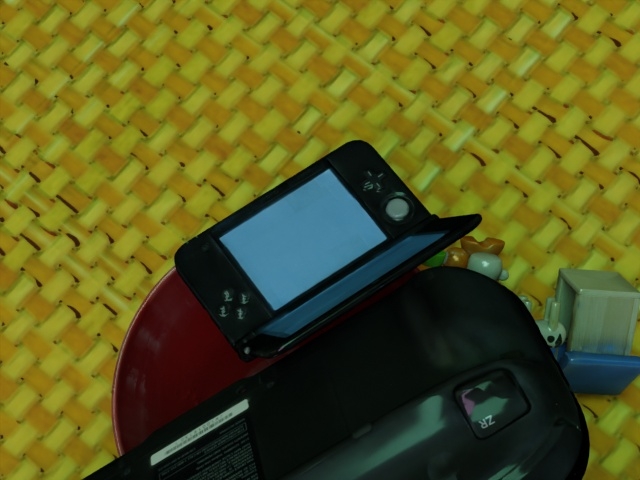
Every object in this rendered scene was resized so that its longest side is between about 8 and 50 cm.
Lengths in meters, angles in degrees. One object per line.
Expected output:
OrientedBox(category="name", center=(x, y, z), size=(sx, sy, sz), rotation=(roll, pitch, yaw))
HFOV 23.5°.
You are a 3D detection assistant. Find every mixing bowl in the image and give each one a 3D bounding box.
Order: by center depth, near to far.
OrientedBox(category="mixing bowl", center=(-0.010, 0.091, 0.808), size=(0.181, 0.098, 0.182), rotation=(-3, 70, 7))

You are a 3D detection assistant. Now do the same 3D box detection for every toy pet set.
OrientedBox(category="toy pet set", center=(0.108, 0.046, 0.824), size=(0.114, 0.122, 0.065), rotation=(4, 106, -10))

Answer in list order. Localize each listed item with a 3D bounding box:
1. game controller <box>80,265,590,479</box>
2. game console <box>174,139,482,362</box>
OrientedBox(category="game controller", center=(-0.039, 0.127, 0.673), size=(0.319, 0.166, 0.067), rotation=(-31, 113, 7))
OrientedBox(category="game console", center=(0.000, 0.000, 0.745), size=(0.122, 0.071, 0.107), rotation=(-32, 63, -13))
